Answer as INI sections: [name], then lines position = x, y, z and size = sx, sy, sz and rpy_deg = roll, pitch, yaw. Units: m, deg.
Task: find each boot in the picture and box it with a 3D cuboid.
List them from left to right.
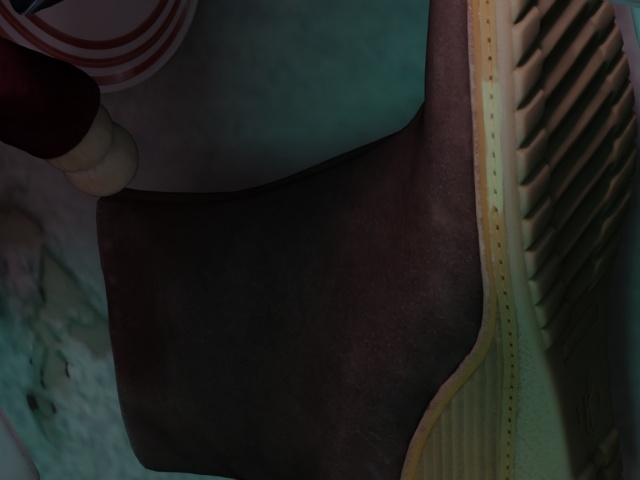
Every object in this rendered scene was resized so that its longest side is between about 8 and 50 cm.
[boot]
position = 0.000, 0.000, 0.623
size = 0.207, 0.090, 0.248
rpy_deg = 11, 120, 31

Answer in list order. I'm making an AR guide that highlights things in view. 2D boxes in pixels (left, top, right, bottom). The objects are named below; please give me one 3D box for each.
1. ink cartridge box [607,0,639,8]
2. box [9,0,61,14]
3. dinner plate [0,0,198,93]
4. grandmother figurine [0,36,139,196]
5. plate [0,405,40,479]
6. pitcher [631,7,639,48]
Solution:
[ink cartridge box]
position = 0.159, -0.182, 0.338
size = 0.272, 0.130, 0.309
rpy_deg = 19, 103, 29
[box]
position = -0.047, -0.175, 0.522
size = 0.156, 0.158, 0.093
rpy_deg = 60, 153, -3
[dinner plate]
position = -0.096, -0.125, 0.688
size = 0.141, 0.017, 0.141
rpy_deg = 15, 118, 31
[grandmother figurine]
position = -0.166, -0.042, 0.615
size = 0.342, 0.207, 0.104
rpy_deg = 106, 161, -70
[plate]
position = -0.237, -0.021, 0.574
size = 0.277, 0.045, 0.278
rpy_deg = 26, 157, 19
[pitcher]
position = 0.149, 0.004, 0.500
size = 0.177, 0.125, 0.207
rpy_deg = 26, 114, 34
